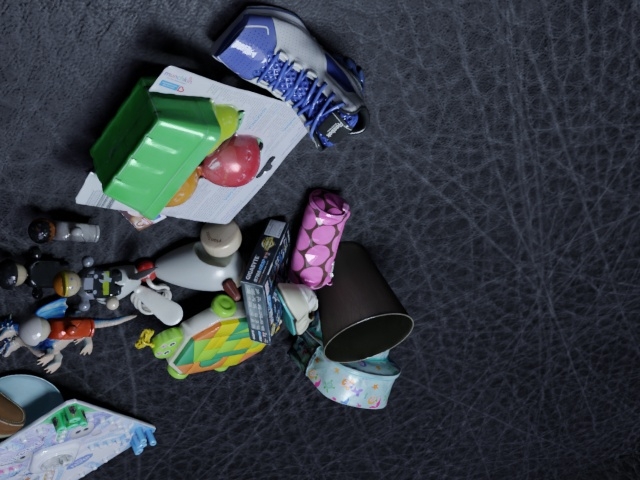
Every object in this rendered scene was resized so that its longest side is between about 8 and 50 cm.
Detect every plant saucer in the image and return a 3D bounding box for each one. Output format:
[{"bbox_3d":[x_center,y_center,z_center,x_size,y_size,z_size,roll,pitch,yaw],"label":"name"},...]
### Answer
[{"bbox_3d":[-0.691,0.375,2.075,0.195,0.037,0.195,-5,123,-8],"label":"plant saucer"}]

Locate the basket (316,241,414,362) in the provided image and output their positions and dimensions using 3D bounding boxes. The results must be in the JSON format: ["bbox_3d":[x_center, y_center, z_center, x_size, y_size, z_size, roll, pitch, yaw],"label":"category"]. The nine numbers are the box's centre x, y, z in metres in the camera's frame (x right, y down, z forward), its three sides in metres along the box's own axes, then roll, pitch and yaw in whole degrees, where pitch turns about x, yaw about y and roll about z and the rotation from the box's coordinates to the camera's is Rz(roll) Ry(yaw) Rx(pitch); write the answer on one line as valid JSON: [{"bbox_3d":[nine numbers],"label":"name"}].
[{"bbox_3d":[0.075,0.126,1.974,0.204,0.226,0.154,-23,142,5],"label":"basket"}]

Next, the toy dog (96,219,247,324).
[{"bbox_3d":[-0.287,0.091,1.832,0.334,0.161,0.220,-30,140,12],"label":"toy dog"}]

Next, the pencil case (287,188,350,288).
[{"bbox_3d":[0.000,0.000,1.875,0.098,0.095,0.209,20,125,7],"label":"pencil case"}]

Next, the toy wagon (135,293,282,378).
[{"bbox_3d":[-0.253,0.222,2.028,0.344,0.068,0.267,-6,144,-43],"label":"toy wagon"}]

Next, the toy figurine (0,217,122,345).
[{"bbox_3d":[-0.494,0.072,1.680,0.148,0.213,0.209,2,140,-45],"label":"toy figurine"}]

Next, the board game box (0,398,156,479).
[{"bbox_3d":[-0.649,0.543,2.201,0.390,0.050,0.390,-32,152,6],"label":"board game box"}]

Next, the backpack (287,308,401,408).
[{"bbox_3d":[0.068,0.288,2.148,0.225,0.253,0.191,14,111,-34],"label":"backpack"}]

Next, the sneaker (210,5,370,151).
[{"bbox_3d":[-0.017,-0.260,1.511,0.316,0.182,0.127,21,125,-40],"label":"sneaker"}]

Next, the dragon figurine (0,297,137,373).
[{"bbox_3d":[-0.544,0.178,1.877,0.289,0.144,0.085,-30,152,-6],"label":"dragon figurine"}]

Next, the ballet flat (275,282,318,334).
[{"bbox_3d":[-0.045,0.131,1.883,0.086,0.086,0.248,-16,162,-4],"label":"ballet flat"}]

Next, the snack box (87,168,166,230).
[{"bbox_3d":[-0.365,-0.085,1.700,0.064,0.022,0.178,-27,141,7],"label":"snack box"}]

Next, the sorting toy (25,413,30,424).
[{"bbox_3d":[-0.737,0.429,2.143,0.102,0.061,0.042,-13,-177,3],"label":"sorting toy"}]

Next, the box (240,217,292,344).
[{"bbox_3d":[-0.107,0.089,1.898,0.051,0.175,0.220,12,143,12],"label":"box"}]

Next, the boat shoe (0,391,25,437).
[{"bbox_3d":[-0.761,0.317,1.919,0.120,0.122,0.324,-41,129,11],"label":"boat shoe"}]

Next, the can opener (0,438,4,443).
[{"bbox_3d":[-0.726,0.532,2.225,0.283,0.095,0.076,12,133,-33],"label":"can opener"}]

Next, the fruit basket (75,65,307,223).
[{"bbox_3d":[-0.216,-0.161,1.604,0.353,0.165,0.327,2,140,-48],"label":"fruit basket"}]
